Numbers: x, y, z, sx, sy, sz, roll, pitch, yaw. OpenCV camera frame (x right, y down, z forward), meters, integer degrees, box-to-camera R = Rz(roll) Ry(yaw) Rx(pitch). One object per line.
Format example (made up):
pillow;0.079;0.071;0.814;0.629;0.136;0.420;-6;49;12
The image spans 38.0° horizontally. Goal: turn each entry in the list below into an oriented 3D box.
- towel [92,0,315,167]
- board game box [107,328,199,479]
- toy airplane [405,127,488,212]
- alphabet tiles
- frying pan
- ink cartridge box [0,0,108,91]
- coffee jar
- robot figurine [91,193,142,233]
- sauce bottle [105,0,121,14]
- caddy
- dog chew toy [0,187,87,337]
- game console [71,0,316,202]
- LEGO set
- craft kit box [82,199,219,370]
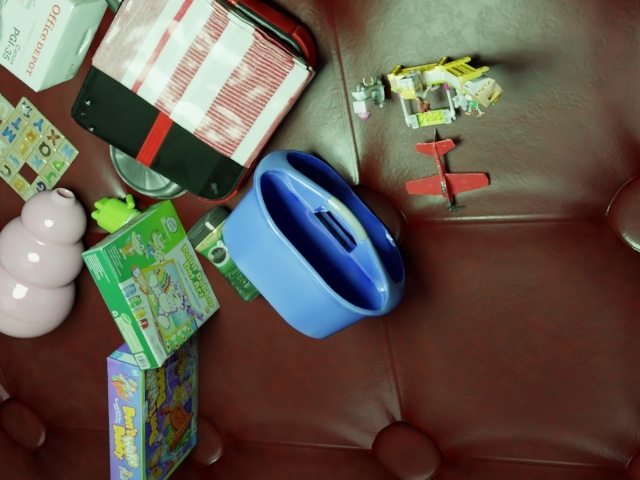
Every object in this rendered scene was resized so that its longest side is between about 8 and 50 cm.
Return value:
towel;-0.202;-0.295;1.573;0.329;0.037;0.237;35;121;-7
board game box;-0.340;0.338;1.919;0.078;0.233;0.347;14;119;18
toy airplane;0.210;-0.116;1.585;0.151;0.028;0.151;10;118;20
alphabet tiles;-0.629;-0.205;1.923;0.237;0.009;0.198;45;123;-2
frying pan;-0.322;-0.222;1.761;0.197;0.053;0.326;15;121;15
ink cartridge box;-0.561;-0.446;1.715;0.283;0.117;0.207;38;122;4
coffee jar;-0.167;0.024;1.786;0.184;0.079;0.096;47;126;-4
robot figurine;-0.399;-0.042;1.864;0.115;0.067;0.101;27;113;10
sauce bottle;-0.413;-0.532;1.613;0.111;0.111;0.344;-28;102;31
caddy;0.000;0.000;1.610;0.341;0.241;0.179;48;129;-4
dog chew toy;-0.581;0.038;1.914;0.206;0.206;0.332;32;114;7
game console;-0.226;-0.278;1.642;0.342;0.060;0.386;32;120;-5
LEGO set;0.195;-0.220;1.482;0.287;0.132;0.107;8;125;45
craft kit box;-0.316;0.081;1.780;0.061;0.246;0.250;-16;107;26
